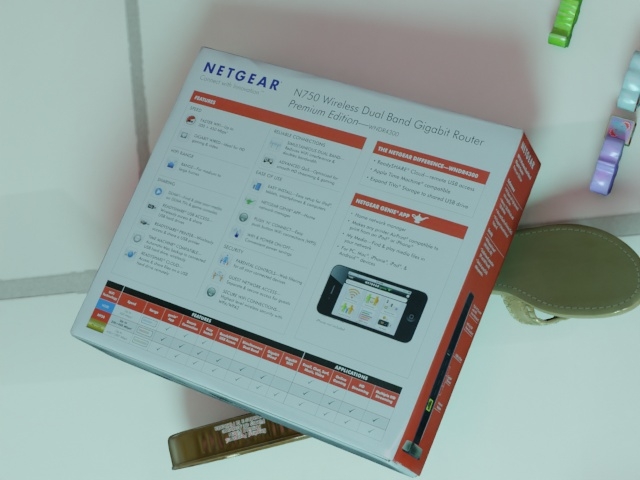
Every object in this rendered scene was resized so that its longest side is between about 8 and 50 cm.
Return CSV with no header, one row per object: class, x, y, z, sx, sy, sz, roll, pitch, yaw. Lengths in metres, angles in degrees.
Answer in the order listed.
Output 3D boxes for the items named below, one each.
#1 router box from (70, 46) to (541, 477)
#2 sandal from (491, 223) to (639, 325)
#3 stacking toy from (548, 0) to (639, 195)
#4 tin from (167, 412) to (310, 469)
router box,-0.014,0.009,1.167,0.335,0.082,0.301,19,78,26
sandal,0.194,0.038,1.180,0.240,0.079,0.088,7,64,36
stacking toy,0.267,-0.106,1.167,0.167,0.052,0.221,17,93,16
tin,-0.053,0.178,1.228,0.190,0.106,0.040,-16,76,15
